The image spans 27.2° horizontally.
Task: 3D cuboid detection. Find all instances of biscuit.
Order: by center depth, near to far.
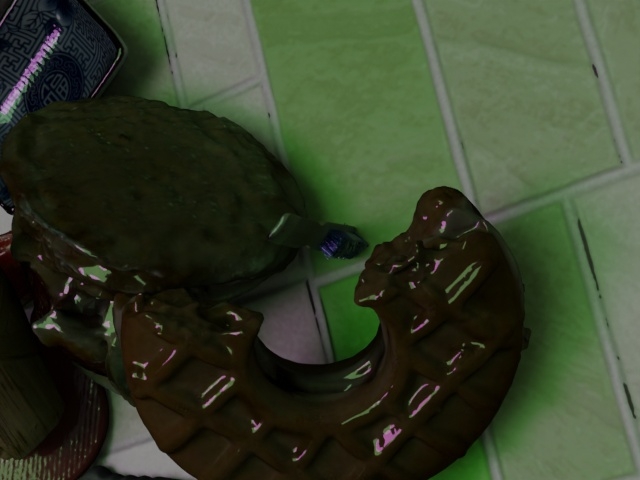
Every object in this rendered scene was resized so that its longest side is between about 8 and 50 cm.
[{"bbox_3d":[0.012,0.115,1.191,0.366,0.115,0.268,-14,116,5],"label":"biscuit"}]

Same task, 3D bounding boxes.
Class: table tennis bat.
[{"bbox_3d":[-0.390,0.191,1.475,0.310,0.038,0.200,4,81,3],"label":"table tennis bat"}]

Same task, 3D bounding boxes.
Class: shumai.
[{"bbox_3d":[-0.197,0.031,1.374,0.330,0.292,0.288,40,141,31],"label":"shumai"}]

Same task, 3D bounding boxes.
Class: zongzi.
[{"bbox_3d":[-0.322,0.107,1.339,0.228,0.115,0.256,55,145,-8],"label":"zongzi"}]

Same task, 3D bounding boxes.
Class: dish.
[{"bbox_3d":[-0.313,-0.169,1.516,0.182,0.080,0.243,46,107,26],"label":"dish"}]

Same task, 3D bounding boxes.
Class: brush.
[{"bbox_3d":[0.000,0.000,1.249,0.033,0.178,0.030,-47,72,13],"label":"brush"}]

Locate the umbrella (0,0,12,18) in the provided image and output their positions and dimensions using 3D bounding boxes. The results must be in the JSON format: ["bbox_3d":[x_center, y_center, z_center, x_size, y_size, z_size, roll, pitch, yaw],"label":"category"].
[{"bbox_3d":[-0.367,-0.330,1.572,0.337,0.067,0.073,-53,49,17],"label":"umbrella"}]

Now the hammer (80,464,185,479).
[{"bbox_3d":[-0.139,0.265,1.398,0.287,0.033,0.111,-1,84,32],"label":"hammer"}]

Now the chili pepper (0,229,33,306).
[{"bbox_3d":[-0.387,0.053,1.513,0.252,0.144,0.136,-22,37,24],"label":"chili pepper"}]
